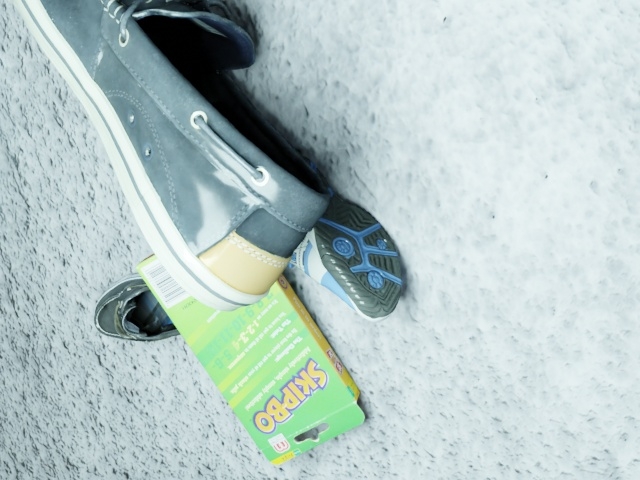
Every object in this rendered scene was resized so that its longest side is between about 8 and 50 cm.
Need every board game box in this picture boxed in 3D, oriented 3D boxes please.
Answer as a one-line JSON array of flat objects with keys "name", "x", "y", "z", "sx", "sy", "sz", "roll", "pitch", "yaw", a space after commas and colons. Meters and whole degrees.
[{"name": "board game box", "x": -0.068, "y": 0.102, "z": 1.207, "sx": 0.124, "sy": 0.039, "sz": 0.259, "roll": -30, "pitch": 97, "yaw": 20}]

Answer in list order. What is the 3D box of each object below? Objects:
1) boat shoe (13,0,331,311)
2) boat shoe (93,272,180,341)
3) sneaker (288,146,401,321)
[{"name": "boat shoe", "x": -0.147, "y": -0.172, "z": 1.094, "sx": 0.156, "sy": 0.187, "sz": 0.500, "roll": -40, "pitch": 66, "yaw": 20}, {"name": "boat shoe", "x": -0.191, "y": 0.081, "z": 1.316, "sx": 0.229, "sy": 0.076, "sz": 0.080, "roll": -8, "pitch": 103, "yaw": 40}, {"name": "sneaker", "x": 0.000, "y": 0.000, "z": 1.139, "sx": 0.211, "sy": 0.080, "sz": 0.081, "roll": 51, "pitch": 138, "yaw": 22}]
